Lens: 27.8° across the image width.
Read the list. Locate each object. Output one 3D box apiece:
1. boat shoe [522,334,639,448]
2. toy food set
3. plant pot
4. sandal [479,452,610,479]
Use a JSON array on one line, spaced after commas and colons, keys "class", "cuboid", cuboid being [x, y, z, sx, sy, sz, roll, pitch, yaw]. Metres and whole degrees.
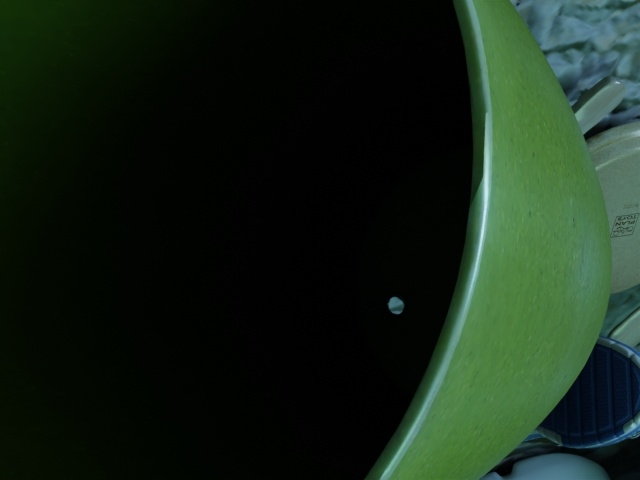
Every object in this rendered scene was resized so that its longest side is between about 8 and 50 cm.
[{"class": "boat shoe", "cuboid": [0.160, 0.093, 0.780, 0.066, 0.066, 0.183, 8, 170, -21]}, {"class": "toy food set", "cuboid": [0.157, -0.017, 0.720, 0.132, 0.038, 0.192, -42, 133, 15]}, {"class": "plant pot", "cuboid": [0.000, 0.000, 0.516, 0.275, 0.275, 0.293, -38, 156, 22]}, {"class": "sandal", "cuboid": [0.049, 0.302, 0.995, 0.416, 0.102, 0.169, -38, 139, 19]}]
